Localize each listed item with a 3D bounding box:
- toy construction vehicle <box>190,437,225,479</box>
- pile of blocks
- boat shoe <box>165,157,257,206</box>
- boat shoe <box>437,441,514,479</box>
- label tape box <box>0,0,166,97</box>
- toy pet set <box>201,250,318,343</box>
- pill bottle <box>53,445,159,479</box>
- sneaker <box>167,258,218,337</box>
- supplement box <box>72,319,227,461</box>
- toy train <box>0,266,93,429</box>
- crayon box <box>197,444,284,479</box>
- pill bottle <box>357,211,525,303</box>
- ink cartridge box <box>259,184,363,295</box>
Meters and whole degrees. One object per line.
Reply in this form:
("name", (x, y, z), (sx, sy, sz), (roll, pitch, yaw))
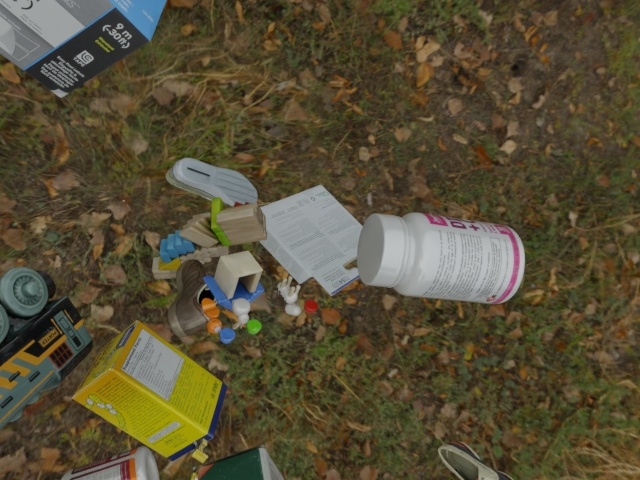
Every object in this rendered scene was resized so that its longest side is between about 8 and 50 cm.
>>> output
("toy construction vehicle", (-0.220, 0.451, 1.011), (0.035, 0.098, 0.086), (-42, 110, 13))
("pile of blocks", (-0.285, -0.025, 1.200), (0.149, 0.362, 0.112), (35, 39, -46))
("boat shoe", (-0.331, -0.175, 1.563), (0.302, 0.094, 0.109), (23, 66, -42))
("boat shoe", (0.225, 0.334, 0.707), (0.043, 0.137, 0.049), (17, 102, -40))
("label tape box", (-0.410, -0.419, 0.837), (0.334, 0.105, 0.241), (-24, 147, 18))
("toy pet set", (-0.087, 0.073, 0.564), (0.122, 0.114, 0.065), (-12, 138, -39))
("pill bottle", (-0.457, 0.518, 1.039), (0.221, 0.121, 0.121), (-16, 100, -9))
("sneaker", (-0.188, 0.083, 0.801), (0.071, 0.188, 0.066), (-19, 119, 3))
("supplement box", (-0.479, 0.439, 1.463), (0.195, 0.194, 0.356), (-36, 113, 23))
("toy train", (-0.471, 0.172, 0.705), (0.142, 0.334, 0.190), (-20, 109, 19))
("crayon box", (-0.045, 0.407, 0.509), (0.081, 0.318, 0.202), (-17, 133, -3))
("pill bottle", (0.225, 0.032, 0.965), (0.283, 0.160, 0.160), (7, 92, -17))
("ink cartridge box", (0.000, 0.000, 1.465), (0.330, 0.071, 0.324), (47, 40, 15))
